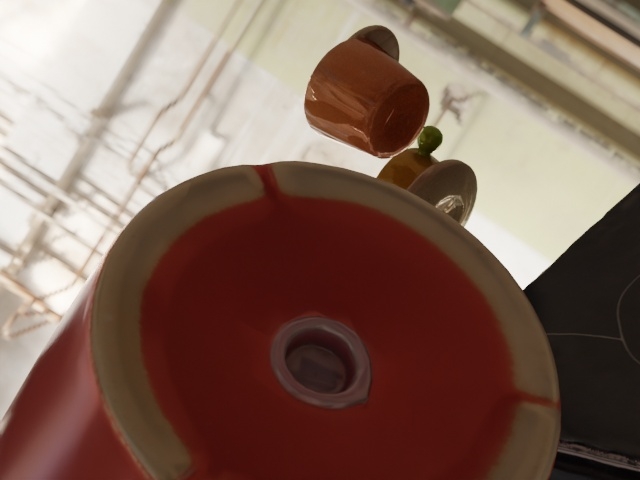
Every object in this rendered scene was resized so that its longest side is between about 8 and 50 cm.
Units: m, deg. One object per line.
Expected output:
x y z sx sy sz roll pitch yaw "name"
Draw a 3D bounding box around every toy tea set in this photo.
0.000 0.000 0.882 0.200 0.336 0.124 3 -155 -48 "toy tea set"

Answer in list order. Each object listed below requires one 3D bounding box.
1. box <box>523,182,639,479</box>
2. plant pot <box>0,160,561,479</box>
0.399 0.093 0.690 0.472 0.480 0.297 1 125 59 "box"
-0.028 0.112 0.543 0.275 0.243 0.274 10 -130 -13 "plant pot"
